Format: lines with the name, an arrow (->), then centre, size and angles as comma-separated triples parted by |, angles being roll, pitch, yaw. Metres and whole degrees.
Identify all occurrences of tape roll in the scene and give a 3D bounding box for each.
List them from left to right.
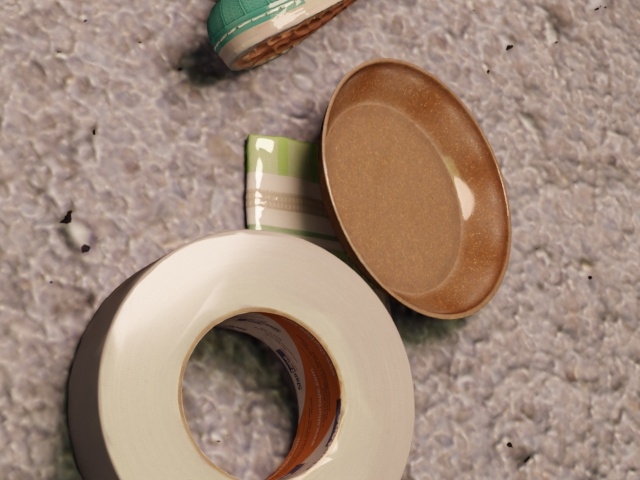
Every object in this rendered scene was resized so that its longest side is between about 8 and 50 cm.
tape roll -> -0.050, 0.106, 1.096 | 0.219, 0.072, 0.219 | 6, 77, -25

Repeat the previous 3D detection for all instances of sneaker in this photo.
sneaker -> -0.002, -0.232, 1.241 | 0.121, 0.108, 0.302 | 51, 48, -5

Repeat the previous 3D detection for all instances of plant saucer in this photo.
plant saucer -> 0.062, -0.034, 1.226 | 0.198, 0.036, 0.198 | 22, 58, -39

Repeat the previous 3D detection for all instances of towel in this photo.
towel -> 0.000, 0.000, 1.206 | 0.113, 0.023, 0.152 | 7, 70, -29
